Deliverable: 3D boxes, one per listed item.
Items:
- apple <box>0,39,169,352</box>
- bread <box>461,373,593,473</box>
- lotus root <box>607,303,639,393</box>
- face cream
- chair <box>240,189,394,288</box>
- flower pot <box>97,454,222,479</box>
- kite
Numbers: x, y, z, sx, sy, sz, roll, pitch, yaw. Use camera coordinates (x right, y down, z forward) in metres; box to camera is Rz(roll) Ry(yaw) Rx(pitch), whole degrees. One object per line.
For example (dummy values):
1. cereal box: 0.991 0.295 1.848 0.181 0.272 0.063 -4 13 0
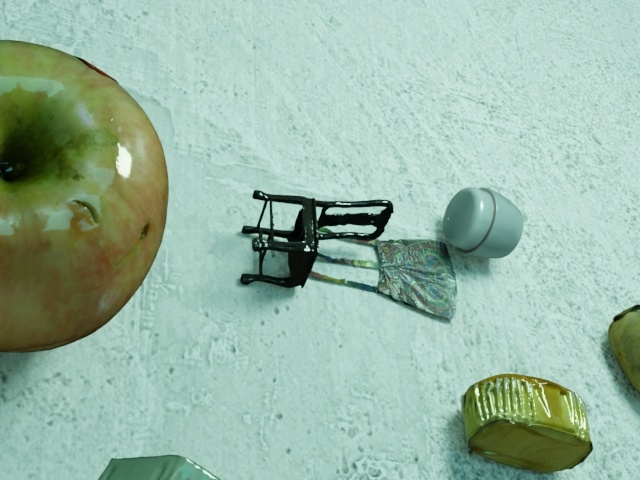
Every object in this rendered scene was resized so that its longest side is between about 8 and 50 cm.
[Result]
1. apple: -0.389 -0.044 1.314 0.391 0.346 0.391 9 63 -18
2. bread: 0.303 0.264 1.590 0.190 0.132 0.114 15 51 -21
3. lotus root: 0.567 0.200 1.778 0.118 0.125 0.221 5 45 -57
4. face cream: 0.269 -0.028 1.786 0.104 0.117 0.117 17 51 -26
5. chair: 0.000 0.000 1.613 0.229 0.106 0.113 4 55 -13
6. flower pot: -0.181 0.377 1.210 0.209 0.239 0.189 57 42 -26
7. kite: 0.090 0.039 1.716 0.285 0.015 0.152 14 51 -20
